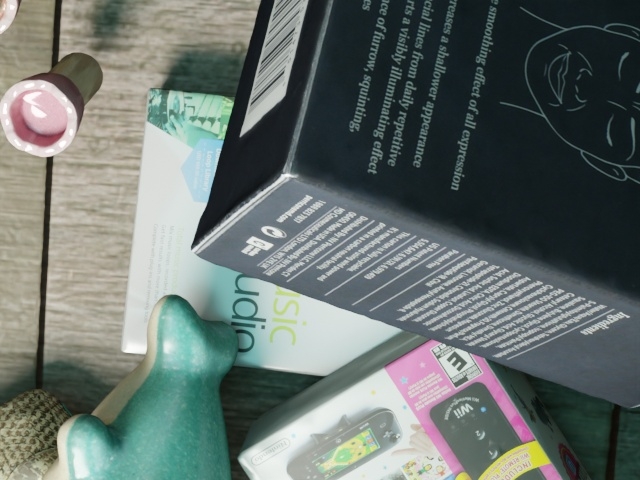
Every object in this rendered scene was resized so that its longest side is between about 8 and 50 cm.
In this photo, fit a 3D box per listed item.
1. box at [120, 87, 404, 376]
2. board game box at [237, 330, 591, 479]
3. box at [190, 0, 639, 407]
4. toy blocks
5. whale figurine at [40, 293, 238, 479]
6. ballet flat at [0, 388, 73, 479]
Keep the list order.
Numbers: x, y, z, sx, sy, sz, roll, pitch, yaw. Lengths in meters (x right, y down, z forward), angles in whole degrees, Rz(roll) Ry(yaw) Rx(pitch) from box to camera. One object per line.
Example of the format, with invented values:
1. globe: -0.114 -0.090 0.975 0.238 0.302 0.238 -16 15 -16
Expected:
1. box: 0.000 0.000 1.659 0.322 0.058 0.232 6 93 3
2. board game box: 0.109 0.233 1.606 0.224 0.097 0.303 -32 99 13
3. box: 0.145 -0.083 1.462 0.395 0.212 0.293 20 68 -15
4. toy blocks: -0.375 -0.168 1.530 0.289 0.260 0.309 -17 108 17
5. whale figurine: -0.122 0.186 1.558 0.141 0.216 0.272 13 75 35
6. ballet flat: -0.414 0.270 1.664 0.483 0.164 0.182 -27 52 1
